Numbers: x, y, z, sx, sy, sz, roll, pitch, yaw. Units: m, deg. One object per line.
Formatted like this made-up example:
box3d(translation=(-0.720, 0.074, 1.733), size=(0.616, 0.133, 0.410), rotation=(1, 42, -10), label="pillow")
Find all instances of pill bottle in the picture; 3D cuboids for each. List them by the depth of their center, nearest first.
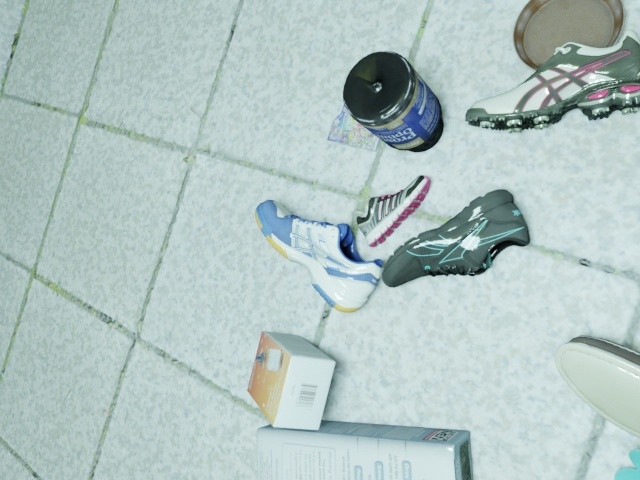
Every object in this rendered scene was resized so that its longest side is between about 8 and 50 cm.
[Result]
box3d(translation=(0.139, -0.228, 0.873), size=(0.123, 0.219, 0.122), rotation=(-5, 80, 30), label="pill bottle")

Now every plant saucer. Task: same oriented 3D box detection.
box3d(translation=(0.415, -0.355, 0.844), size=(0.169, 0.029, 0.168), rotation=(-5, 80, 28), label="plant saucer")

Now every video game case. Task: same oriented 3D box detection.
box3d(translation=(0.075, -0.237, 1.032), size=(0.122, 0.011, 0.087), rotation=(20, 93, 31), label="video game case")

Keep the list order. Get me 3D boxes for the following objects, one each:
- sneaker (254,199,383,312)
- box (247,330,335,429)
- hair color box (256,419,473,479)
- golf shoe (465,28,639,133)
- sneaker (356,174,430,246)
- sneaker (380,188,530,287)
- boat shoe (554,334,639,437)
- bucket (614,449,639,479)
box3d(translation=(0.000, 0.000, 0.985), size=(0.296, 0.112, 0.131), rotation=(43, 110, 17), label="sneaker")
box3d(translation=(-0.060, 0.259, 0.946), size=(0.170, 0.091, 0.129), rotation=(12, 89, 65), label="box")
box3d(translation=(0.070, 0.427, 0.879), size=(0.375, 0.114, 0.185), rotation=(-7, 80, 30), label="hair color box")
box3d(translation=(0.371, -0.244, 0.805), size=(0.273, 0.105, 0.120), rotation=(-7, 91, 20), label="golf shoe")
box3d(translation=(0.131, -0.068, 0.945), size=(0.170, 0.063, 0.074), rotation=(-48, 69, 21), label="sneaker")
box3d(translation=(0.224, 0.021, 0.858), size=(0.267, 0.101, 0.106), rotation=(-34, 70, 22), label="sneaker")
box3d(translation=(0.492, 0.221, 0.678), size=(0.325, 0.097, 0.116), rotation=(29, 138, 33), label="boat shoe")
box3d(translation=(0.441, 0.405, 0.586), size=(0.183, 0.281, 0.280), rotation=(19, 92, 26), label="bucket")
